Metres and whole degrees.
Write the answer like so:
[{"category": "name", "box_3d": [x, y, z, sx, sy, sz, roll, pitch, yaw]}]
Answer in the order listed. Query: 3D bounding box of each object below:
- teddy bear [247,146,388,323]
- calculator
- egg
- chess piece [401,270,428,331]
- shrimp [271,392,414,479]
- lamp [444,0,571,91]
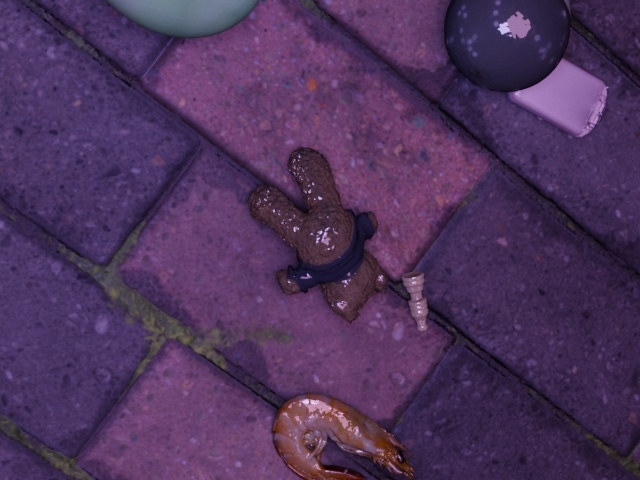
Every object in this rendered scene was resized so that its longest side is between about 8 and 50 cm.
[{"category": "teddy bear", "box_3d": [0.003, 0.000, 1.502, 0.182, 0.129, 0.251, -37, 102, -6]}, {"category": "calculator", "box_3d": [0.369, -0.233, 1.618, 0.175, 0.032, 0.100, 26, 88, -14]}, {"category": "egg", "box_3d": [-0.198, -0.388, 1.370, 0.269, 0.220, 0.220, 31, 87, -5]}, {"category": "chess piece", "box_3d": [0.150, 0.096, 1.597, 0.035, 0.035, 0.092, -15, 102, -12]}, {"category": "shrimp", "box_3d": [0.033, 0.319, 1.578, 0.236, 0.053, 0.133, 28, 86, -11]}, {"category": "lamp", "box_3d": [0.289, -0.368, 1.536, 0.181, 0.182, 0.314, 22, 69, -15]}]
